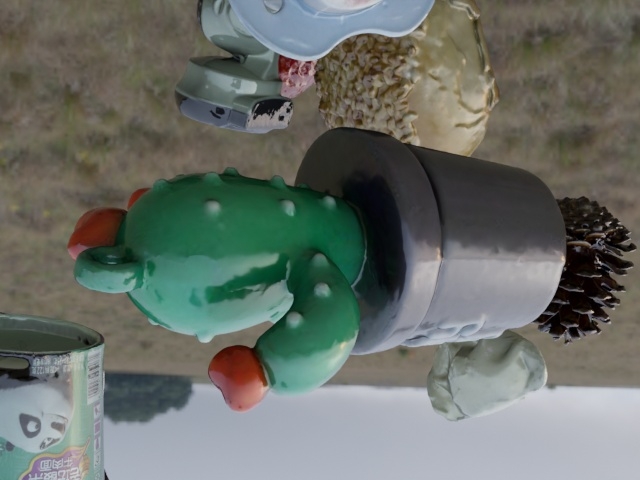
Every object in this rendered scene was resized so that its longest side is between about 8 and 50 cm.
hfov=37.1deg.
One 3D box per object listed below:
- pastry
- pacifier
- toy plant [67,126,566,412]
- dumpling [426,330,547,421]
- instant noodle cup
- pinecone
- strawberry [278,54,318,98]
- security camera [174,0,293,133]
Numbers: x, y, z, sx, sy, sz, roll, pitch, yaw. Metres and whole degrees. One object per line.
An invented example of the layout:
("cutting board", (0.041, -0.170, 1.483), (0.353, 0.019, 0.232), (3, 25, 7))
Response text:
("pastry", (0.126, -0.289, 1.640), (0.245, 0.409, 0.409), (-13, 178, -21))
("pacifier", (-0.003, -0.327, 1.128), (0.279, 0.227, 0.207), (-19, -177, -22))
("toy plant", (0.005, 0.010, 0.753), (0.400, 0.279, 0.185), (1, 138, -30))
("dumpling", (0.216, 0.163, 1.275), (0.100, 0.134, 0.169), (-14, 166, -28))
("instant noodle cup", (-0.353, 0.194, 1.090), (0.251, 0.190, 0.251), (8, -174, -1))
("pinecone", (0.474, 0.058, 1.836), (0.246, 0.292, 0.246), (3, -168, -1))
("strawberry", (-0.055, -0.433, 2.024), (0.292, 0.309, 0.292), (-7, 176, 0))
("security camera", (-0.139, -0.343, 1.673), (0.191, 0.277, 0.197), (22, -162, 23))
